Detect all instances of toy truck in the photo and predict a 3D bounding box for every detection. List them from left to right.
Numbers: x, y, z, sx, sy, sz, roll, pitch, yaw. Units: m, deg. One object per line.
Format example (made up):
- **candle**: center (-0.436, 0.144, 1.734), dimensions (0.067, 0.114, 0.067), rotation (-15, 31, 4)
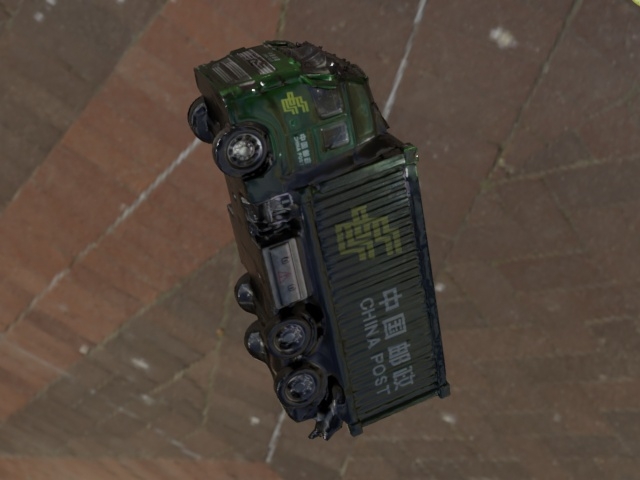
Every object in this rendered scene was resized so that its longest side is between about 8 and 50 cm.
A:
- **toy truck**: center (0.000, 0.000, 0.713), dimensions (0.088, 0.121, 0.259), rotation (-134, 27, -57)

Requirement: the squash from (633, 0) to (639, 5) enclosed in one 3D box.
- **squash**: center (0.283, -0.249, 0.746), dimensions (0.219, 0.041, 0.219), rotation (6, 105, 22)
